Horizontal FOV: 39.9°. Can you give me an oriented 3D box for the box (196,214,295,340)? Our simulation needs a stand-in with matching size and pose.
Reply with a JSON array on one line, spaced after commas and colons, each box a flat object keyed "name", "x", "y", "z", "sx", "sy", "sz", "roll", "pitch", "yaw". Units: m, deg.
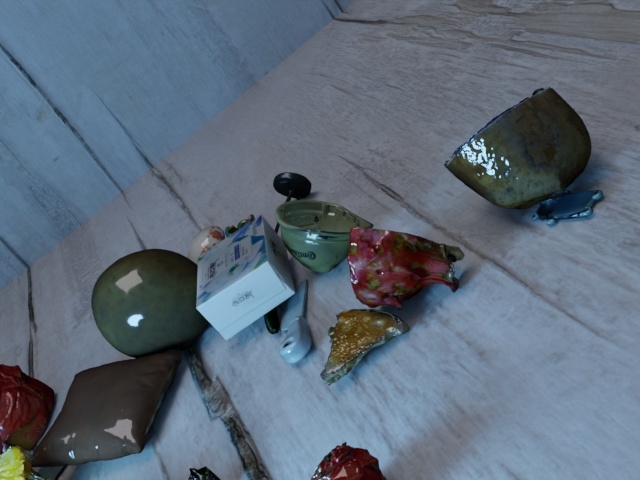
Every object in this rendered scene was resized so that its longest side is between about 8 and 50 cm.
[{"name": "box", "x": -0.183, "y": 0.081, "z": 2.106, "sx": 0.203, "sy": 0.116, "sz": 0.274, "roll": -34, "pitch": 24, "yaw": 9}]

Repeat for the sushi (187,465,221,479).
[{"name": "sushi", "x": -0.218, "y": 0.460, "z": 1.605, "sx": 0.083, "sy": 0.084, "sz": 0.056, "roll": -46, "pitch": 26, "yaw": -20}]

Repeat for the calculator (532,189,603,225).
[{"name": "calculator", "x": 0.465, "y": -0.063, "z": 1.671, "sx": 0.141, "sy": 0.019, "sz": 0.094, "roll": -7, "pitch": 38, "yaw": 51}]

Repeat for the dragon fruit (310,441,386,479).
[{"name": "dragon fruit", "x": 0.035, "y": 0.383, "z": 1.351, "sx": 0.121, "sy": 0.130, "sz": 0.142, "roll": 18, "pitch": 98, "yaw": 53}]

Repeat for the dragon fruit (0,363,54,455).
[{"name": "dragon fruit", "x": -0.907, "y": 0.473, "z": 2.324, "sx": 0.240, "sy": 0.330, "sz": 0.302, "roll": -54, "pitch": 21, "yaw": 19}]

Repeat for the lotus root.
[{"name": "lotus root", "x": 0.400, "y": -0.162, "z": 1.732, "sx": 0.272, "sy": 0.192, "sz": 0.272, "roll": -40, "pitch": -5, "yaw": -4}]

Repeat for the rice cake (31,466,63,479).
[{"name": "rice cake", "x": -0.632, "y": 0.511, "z": 2.117, "sx": 0.073, "sy": 0.056, "sz": 0.365, "roll": -13, "pitch": 34, "yaw": 43}]

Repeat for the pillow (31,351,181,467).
[{"name": "pillow", "x": -0.495, "y": 0.396, "z": 2.045, "sx": 0.305, "sy": 0.108, "sz": 0.308, "roll": -14, "pitch": 32, "yaw": 19}]

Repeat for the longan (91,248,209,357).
[{"name": "longan", "x": -0.414, "y": 0.154, "z": 2.199, "sx": 0.297, "sy": 0.297, "sz": 0.297, "roll": -31, "pitch": 25, "yaw": 16}]

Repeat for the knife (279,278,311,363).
[{"name": "knife", "x": -0.058, "y": 0.176, "z": 1.953, "sx": 0.080, "sy": 0.044, "sz": 0.331, "roll": -40, "pitch": 17, "yaw": 14}]

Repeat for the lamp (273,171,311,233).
[{"name": "lamp", "x": -0.131, "y": -0.052, "z": 2.359, "sx": 0.130, "sy": 0.108, "sz": 0.371, "roll": -13, "pitch": 34, "yaw": 39}]

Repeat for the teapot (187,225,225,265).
[{"name": "teapot", "x": -0.309, "y": 0.037, "z": 2.428, "sx": 0.116, "sy": 0.159, "sz": 0.245, "roll": 4, "pitch": 10, "yaw": -1}]

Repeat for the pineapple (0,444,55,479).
[{"name": "pineapple", "x": -0.675, "y": 0.651, "z": 1.835, "sx": 0.344, "sy": 0.209, "sz": 0.286, "roll": -39, "pitch": 42, "yaw": -10}]

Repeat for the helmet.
[{"name": "helmet", "x": 0.002, "y": 0.004, "z": 2.050, "sx": 0.204, "sy": 0.137, "sz": 0.257, "roll": -5, "pitch": 20, "yaw": -27}]

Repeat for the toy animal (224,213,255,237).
[{"name": "toy animal", "x": -0.215, "y": 0.005, "z": 2.388, "sx": 0.208, "sy": 0.103, "sz": 0.100, "roll": -82, "pitch": 6, "yaw": -53}]

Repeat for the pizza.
[{"name": "pizza", "x": 0.066, "y": 0.209, "z": 1.700, "sx": 0.185, "sy": 0.052, "sz": 0.195, "roll": 4, "pitch": 42, "yaw": 46}]

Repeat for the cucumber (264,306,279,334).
[{"name": "cucumber", "x": -0.114, "y": 0.169, "z": 2.036, "sx": 0.036, "sy": 0.033, "sz": 0.184, "roll": -13, "pitch": 27, "yaw": 2}]

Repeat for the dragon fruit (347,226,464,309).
[{"name": "dragon fruit", "x": 0.169, "y": 0.062, "z": 1.702, "sx": 0.211, "sy": 0.262, "sz": 0.134, "roll": -5, "pitch": 75, "yaw": 21}]
